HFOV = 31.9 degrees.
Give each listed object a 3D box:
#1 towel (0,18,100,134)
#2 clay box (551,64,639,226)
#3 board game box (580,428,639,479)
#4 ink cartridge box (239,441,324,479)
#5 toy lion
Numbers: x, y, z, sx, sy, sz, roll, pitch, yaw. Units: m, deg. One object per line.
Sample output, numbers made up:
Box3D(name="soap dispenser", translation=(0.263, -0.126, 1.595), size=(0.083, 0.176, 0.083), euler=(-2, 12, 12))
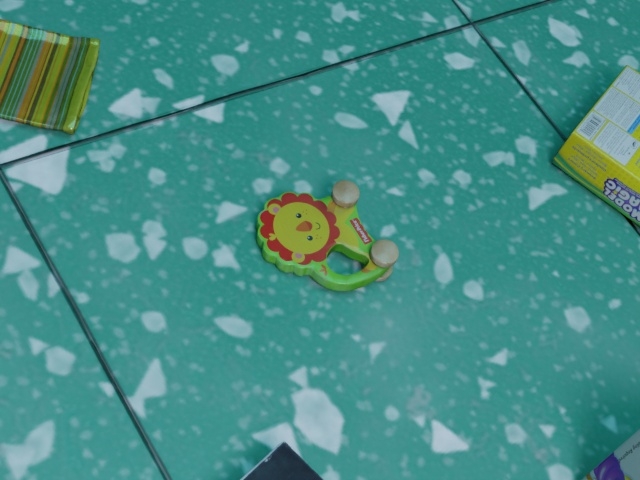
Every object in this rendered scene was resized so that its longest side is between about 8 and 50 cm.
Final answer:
Box3D(name="towel", translation=(-0.306, -0.154, 0.919), size=(0.237, 0.021, 0.102), euler=(12, 53, -9))
Box3D(name="clay box", translation=(0.340, -0.055, 1.041), size=(0.222, 0.053, 0.127), euler=(38, 54, 8))
Box3D(name="board game box", translation=(0.353, 0.211, 0.807), size=(0.275, 0.144, 0.142), euler=(3, 55, -17))
Box3D(name="ink cartridge box", translation=(-0.024, 0.266, 0.711), size=(0.206, 0.045, 0.208), euler=(42, 56, 12))
Box3D(name="toy lion", translation=(0.000, 0.000, 0.910), size=(0.096, 0.034, 0.100), euler=(-24, 67, -22))
